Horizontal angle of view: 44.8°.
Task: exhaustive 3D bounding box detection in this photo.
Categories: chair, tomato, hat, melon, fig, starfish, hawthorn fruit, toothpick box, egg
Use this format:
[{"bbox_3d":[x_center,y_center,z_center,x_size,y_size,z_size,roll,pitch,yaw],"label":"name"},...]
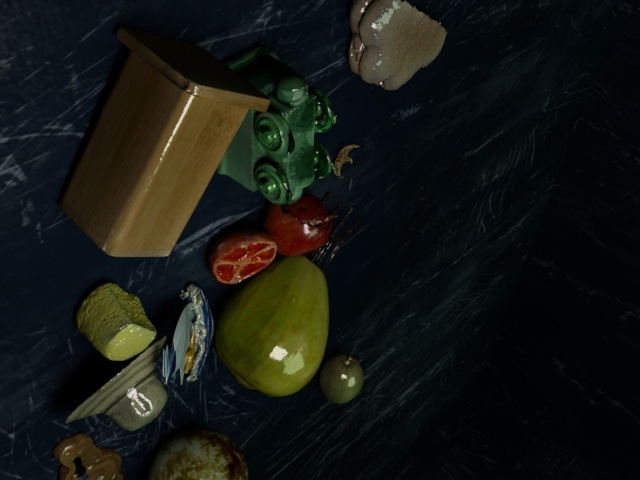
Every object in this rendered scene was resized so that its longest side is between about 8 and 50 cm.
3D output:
[{"bbox_3d":[0.000,0.000,1.878,0.212,0.084,0.101,-53,156,-3],"label":"chair"},{"bbox_3d":[-0.167,0.020,1.626,0.155,0.069,0.156,-21,154,-11],"label":"tomato"},{"bbox_3d":[-0.358,0.304,1.499,0.252,0.110,0.252,-40,178,-1],"label":"hat"},{"bbox_3d":[0.065,0.423,2.397,0.139,0.139,0.192,-31,149,-39],"label":"melon"},{"bbox_3d":[-0.096,0.182,1.753,0.326,0.258,0.258,-66,156,-17],"label":"fig"},{"bbox_3d":[0.057,-0.192,1.810,0.091,0.028,0.078,-52,159,-12],"label":"starfish"},{"bbox_3d":[-0.041,-0.037,1.678,0.148,0.172,0.148,10,79,-60],"label":"hawthorn fruit"},{"bbox_3d":[-0.256,-0.141,1.207,0.190,0.187,0.308,-1,125,-59],"label":"toothpick box"},{"bbox_3d":[-0.290,0.578,1.892,0.238,0.238,0.289,-55,161,1],"label":"egg"}]

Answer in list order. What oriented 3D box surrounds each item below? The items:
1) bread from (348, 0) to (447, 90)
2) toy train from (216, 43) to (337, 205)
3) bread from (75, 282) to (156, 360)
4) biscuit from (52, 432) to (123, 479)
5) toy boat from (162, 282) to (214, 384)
[{"bbox_3d":[0.148,-0.414,1.632,0.183,0.102,0.337,-58,155,15],"label":"bread"},{"bbox_3d":[-0.084,-0.192,1.390,0.145,0.202,0.266,-37,148,-33],"label":"toy train"},{"bbox_3d":[-0.375,0.151,1.412,0.111,0.114,0.129,-50,150,5],"label":"bread"},{"bbox_3d":[-0.512,0.519,1.682,0.183,0.047,0.320,-36,146,-38],"label":"biscuit"},{"bbox_3d":[-0.282,0.209,1.560,0.291,0.067,0.221,-48,143,-76],"label":"toy boat"}]
